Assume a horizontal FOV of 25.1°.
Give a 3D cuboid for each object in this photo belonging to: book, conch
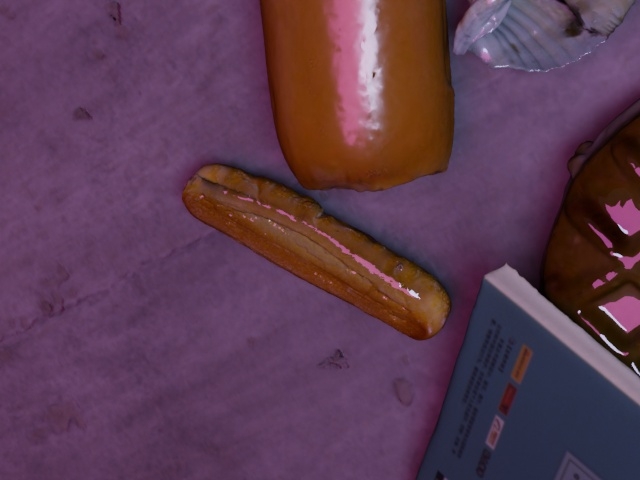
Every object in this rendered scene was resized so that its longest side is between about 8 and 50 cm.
[{"bbox_3d":[0.211,0.221,0.913,0.379,0.031,0.264,42,138,29],"label":"book"},{"bbox_3d":[0.141,-0.193,0.914,0.135,0.102,0.153,15,132,-3],"label":"conch"}]

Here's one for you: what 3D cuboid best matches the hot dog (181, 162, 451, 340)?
[{"bbox_3d":[0.000,0.000,1.041,0.215,0.047,0.066,27,148,11],"label":"hot dog"}]

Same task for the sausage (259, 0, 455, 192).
[{"bbox_3d":[0.017,-0.211,0.946,0.134,0.116,0.354,4,103,45],"label":"sausage"}]

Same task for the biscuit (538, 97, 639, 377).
[{"bbox_3d":[0.300,0.047,0.921,0.332,0.103,0.332,5,105,18],"label":"biscuit"}]
